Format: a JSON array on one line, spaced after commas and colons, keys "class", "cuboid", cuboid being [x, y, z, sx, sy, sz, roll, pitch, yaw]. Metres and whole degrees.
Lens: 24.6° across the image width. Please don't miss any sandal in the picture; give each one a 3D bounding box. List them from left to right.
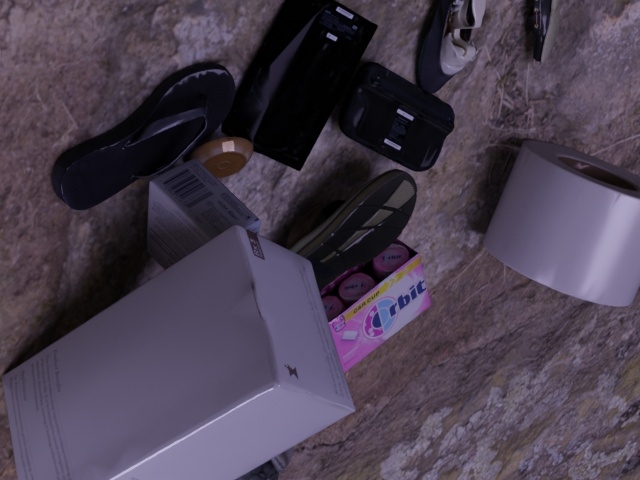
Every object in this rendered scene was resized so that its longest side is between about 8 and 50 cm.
[{"class": "sandal", "cuboid": [-0.195, -0.113, 1.725, 0.254, 0.054, 0.097, -39, 137, -19]}, {"class": "sandal", "cuboid": [-0.002, 0.000, 1.972, 0.302, 0.086, 0.120, -38, 144, 2]}]

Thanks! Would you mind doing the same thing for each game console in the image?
[{"class": "game console", "cuboid": [0.045, -0.172, 1.917, 0.361, 0.044, 0.213, 23, 99, -45]}]

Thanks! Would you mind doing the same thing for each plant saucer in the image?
[{"class": "plant saucer", "cuboid": [-0.121, -0.098, 1.803, 0.083, 0.015, 0.083, -14, 154, -7]}]

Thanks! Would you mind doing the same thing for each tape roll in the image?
[{"class": "tape roll", "cuboid": [0.384, -0.028, 2.195, 0.246, 0.246, 0.169, 6, 111, -46]}]

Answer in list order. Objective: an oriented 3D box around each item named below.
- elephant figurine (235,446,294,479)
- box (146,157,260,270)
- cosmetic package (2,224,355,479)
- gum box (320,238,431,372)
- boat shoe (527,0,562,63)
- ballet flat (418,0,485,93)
[{"class": "elephant figurine", "cuboid": [-0.086, 0.258, 2.024, 0.169, 0.186, 0.239, 25, 85, -6]}, {"class": "box", "cuboid": [-0.143, -0.005, 1.769, 0.072, 0.126, 0.137, -31, 151, -30]}, {"class": "cosmetic package", "cuboid": [-0.172, 0.176, 1.693, 0.385, 0.217, 0.156, -30, 147, 23]}, {"class": "gum box", "cuboid": [0.063, 0.095, 2.103, 0.188, 0.062, 0.107, -37, 136, -21]}, {"class": "boat shoe", "cuboid": [0.319, -0.317, 2.100, 0.049, 0.042, 0.133, -46, 147, -51]}, {"class": "ballet flat", "cuboid": [0.182, -0.283, 1.967, 0.074, 0.074, 0.203, -8, 121, -41]}]
